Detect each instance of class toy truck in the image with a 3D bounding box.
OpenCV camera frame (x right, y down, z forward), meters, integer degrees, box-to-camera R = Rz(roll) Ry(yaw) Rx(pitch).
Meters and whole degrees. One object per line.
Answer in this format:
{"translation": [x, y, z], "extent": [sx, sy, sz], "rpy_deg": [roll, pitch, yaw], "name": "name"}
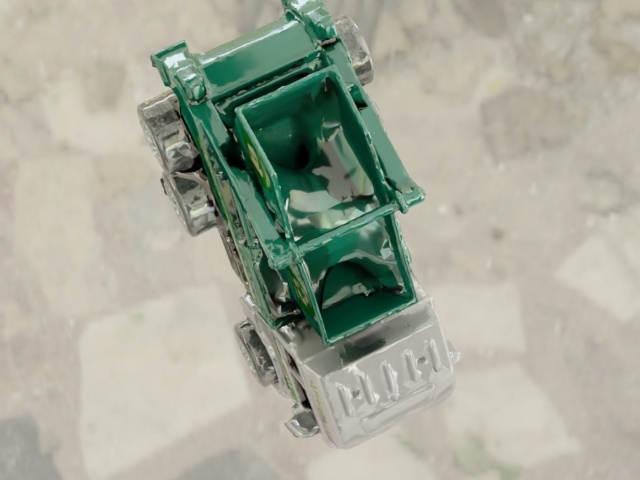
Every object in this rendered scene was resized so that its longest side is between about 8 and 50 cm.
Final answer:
{"translation": [0.000, 0.000, 0.885], "extent": [0.110, 0.216, 0.116], "rpy_deg": [-25, 35, -11], "name": "toy truck"}
